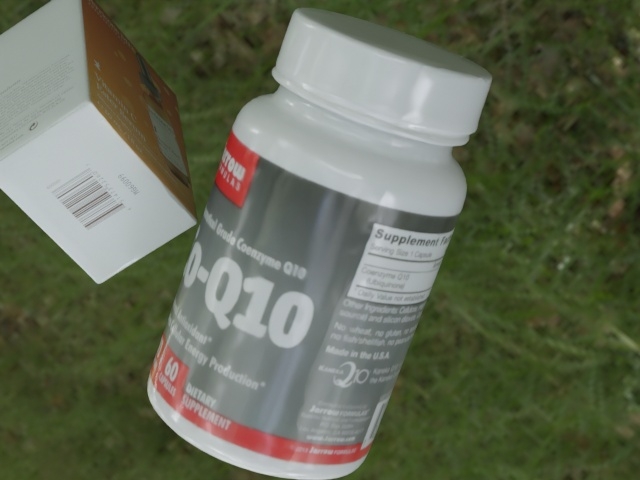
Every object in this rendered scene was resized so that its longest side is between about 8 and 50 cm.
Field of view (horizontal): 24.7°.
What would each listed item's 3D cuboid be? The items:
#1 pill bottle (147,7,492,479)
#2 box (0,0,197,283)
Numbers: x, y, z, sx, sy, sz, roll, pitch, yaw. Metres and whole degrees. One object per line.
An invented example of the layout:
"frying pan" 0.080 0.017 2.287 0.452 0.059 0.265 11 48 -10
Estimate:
"pill bottle" 0.000 0.000 0.973 0.161 0.283 0.161 18 -165 -5
"box" -0.167 -0.079 1.055 0.130 0.091 0.170 49 -164 -37
